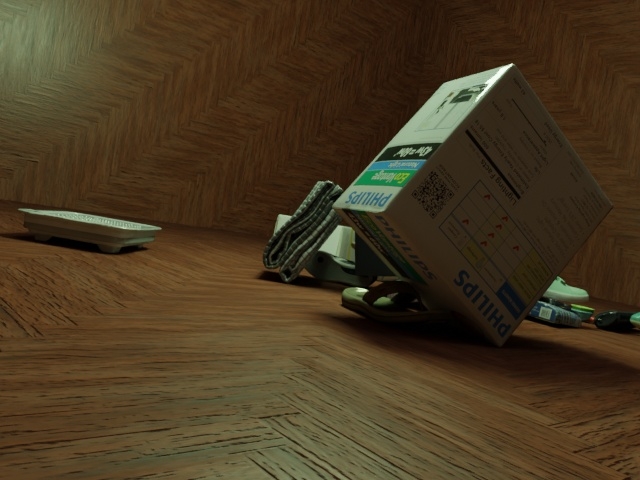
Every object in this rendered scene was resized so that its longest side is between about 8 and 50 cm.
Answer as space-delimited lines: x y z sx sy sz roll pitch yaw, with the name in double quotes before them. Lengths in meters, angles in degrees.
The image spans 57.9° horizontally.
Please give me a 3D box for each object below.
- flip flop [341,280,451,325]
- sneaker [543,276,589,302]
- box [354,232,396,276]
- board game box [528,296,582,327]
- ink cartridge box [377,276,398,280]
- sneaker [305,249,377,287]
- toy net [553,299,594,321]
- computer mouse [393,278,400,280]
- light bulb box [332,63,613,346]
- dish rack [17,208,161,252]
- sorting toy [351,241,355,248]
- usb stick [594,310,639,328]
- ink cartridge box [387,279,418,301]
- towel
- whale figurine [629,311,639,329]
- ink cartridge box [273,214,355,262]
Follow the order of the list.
"flip flop" 0.137 0.113 1.122 0.112 0.080 0.277 9 2 -30
"sneaker" 0.628 0.080 1.583 0.256 0.151 0.094 16 -1 -3
"box" 0.266 -0.014 1.503 0.343 0.179 0.312 0 6 6
"board game box" 0.613 0.185 1.599 0.194 0.060 0.194 13 2 -40
"ink cartridge box" 0.233 0.123 2.006 0.232 0.066 0.189 31 3 3
"sneaker" 0.057 0.086 1.657 0.217 0.079 0.121 19 2 19
"toy net" 0.803 0.221 1.846 0.122 0.045 0.232 9 2 -13
"computer mouse" 0.308 0.138 1.664 0.184 0.060 0.262 -13 -14 15
"light bulb box" 0.286 -0.065 1.097 0.358 0.361 0.225 47 -12 -18
"dish rack" -0.588 -0.024 1.506 0.285 0.072 0.333 9 2 -1
"sorting toy" 0.208 0.067 1.969 0.193 0.038 0.208 26 -1 -14
"usb stick" 0.889 0.234 1.704 0.278 0.045 0.077 9 -33 -44
"ink cartridge box" 0.328 0.128 1.435 0.185 0.065 0.311 -7 -12 42
"towel" -0.033 -0.034 1.503 0.121 0.284 0.235 39 0 0
"whale figurine" 1.017 0.218 1.635 0.272 0.141 0.216 9 3 -18
"ink cartridge box" 0.000 0.000 2.388 0.279 0.160 0.384 11 2 16
